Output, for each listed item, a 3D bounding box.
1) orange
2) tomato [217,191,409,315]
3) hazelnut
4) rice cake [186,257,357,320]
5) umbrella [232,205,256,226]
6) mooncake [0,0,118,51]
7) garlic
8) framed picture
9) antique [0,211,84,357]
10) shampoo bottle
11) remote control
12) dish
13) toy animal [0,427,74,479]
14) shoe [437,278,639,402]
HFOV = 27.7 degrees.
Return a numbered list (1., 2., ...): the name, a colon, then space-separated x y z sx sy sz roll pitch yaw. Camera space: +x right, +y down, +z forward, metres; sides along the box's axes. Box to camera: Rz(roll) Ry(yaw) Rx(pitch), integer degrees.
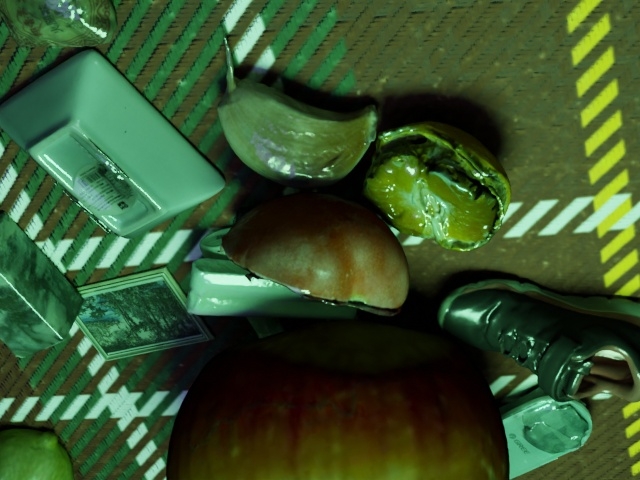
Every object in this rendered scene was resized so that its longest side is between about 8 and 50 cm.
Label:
1. orange: 0.135 -0.068 1.451 0.170 0.112 0.160 52 138 -6
2. tomato: 0.000 0.000 1.473 0.228 0.199 0.112 13 100 -46
3. hazelnut: 0.017 0.279 1.611 0.429 0.402 0.402 0 133 10
4. rice cake: -0.054 0.065 1.624 0.222 0.042 0.080 3 127 -13
5. umbrella: -0.018 0.001 1.596 0.188 0.046 0.050 15 138 -9
6. mooncake: -0.286 -0.264 1.385 0.130 0.073 0.125 -6 129 15
7. garlic: -0.043 -0.133 1.459 0.198 0.090 0.128 27 117 -5
8. framed picture: -0.254 0.105 1.765 0.183 0.011 0.142 -13 128 23
9. antique: -0.407 0.055 1.693 0.088 0.086 0.183 -22 121 28
10. shampoo bottle: -0.091 0.064 1.671 0.069 0.041 0.190 -16 129 8
11. remote control: 0.254 0.273 1.768 0.247 0.052 0.104 -29 118 25
12. dish: -0.258 -0.089 1.538 0.182 0.080 0.243 -26 123 31
13. toy animal: -0.501 0.450 1.924 0.181 0.363 0.180 40 143 -19
14. shoe: 0.283 0.135 1.589 0.291 0.137 0.114 10 133 5
